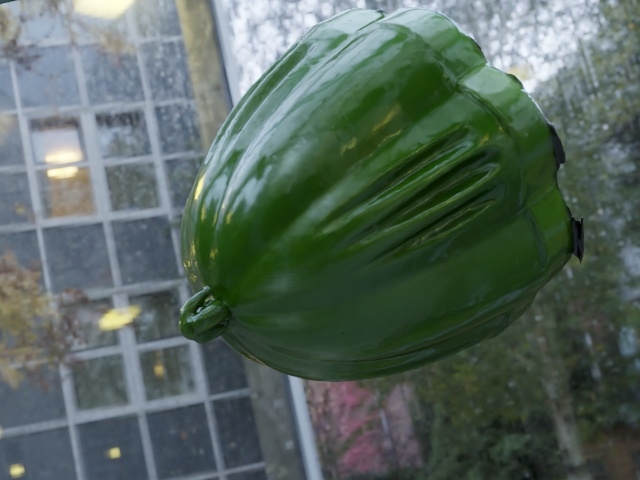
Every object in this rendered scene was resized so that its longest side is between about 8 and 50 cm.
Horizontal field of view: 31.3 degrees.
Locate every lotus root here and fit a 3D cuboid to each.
[{"bbox_3d":[0.000,0.000,0.537,0.186,0.186,0.186,-12,-15,-3],"label":"lotus root"}]

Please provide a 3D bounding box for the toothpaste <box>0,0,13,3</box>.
[{"bbox_3d":[-0.132,-0.123,0.472,0.020,0.083,0.017,-15,-50,-7],"label":"toothpaste"}]
